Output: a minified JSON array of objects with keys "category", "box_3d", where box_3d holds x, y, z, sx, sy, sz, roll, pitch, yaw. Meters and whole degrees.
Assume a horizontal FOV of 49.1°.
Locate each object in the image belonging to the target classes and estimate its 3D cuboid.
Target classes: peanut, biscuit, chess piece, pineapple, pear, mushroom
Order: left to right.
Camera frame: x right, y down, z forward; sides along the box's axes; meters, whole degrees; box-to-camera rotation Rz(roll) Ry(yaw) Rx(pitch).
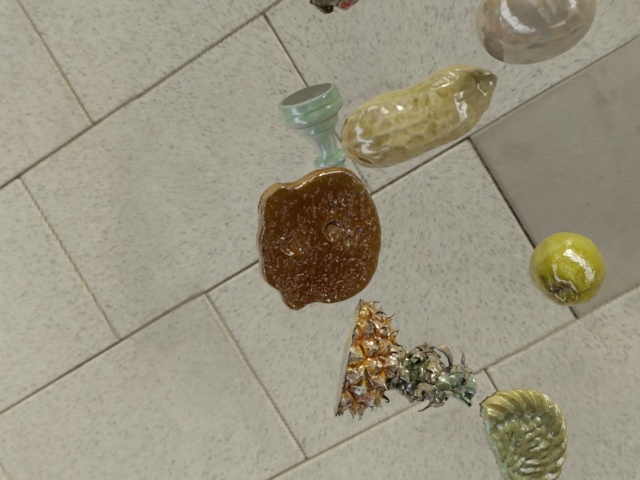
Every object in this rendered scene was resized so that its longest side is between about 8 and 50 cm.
[{"category":"biscuit","box_3d":[-0.001,-0.001,1.330,0.257,0.049,0.272,-18,114,-21]},{"category":"chess piece","box_3d":[0.017,-0.194,1.521,0.139,0.139,0.271,-19,116,10]},{"category":"pineapple","box_3d":[0.182,0.265,1.438,0.272,0.262,0.262,13,98,1]},{"category":"peanut","box_3d":[0.193,-0.239,1.343,0.325,0.153,0.140,-26,93,-6]},{"category":"mushroom","box_3d":[0.363,-0.412,1.212,0.204,0.204,0.204,1,96,8]},{"category":"biscuit","box_3d":[0.424,0.408,1.412,0.187,0.036,0.273,-26,107,-17]},{"category":"pear","box_3d":[0.499,0.060,1.422,0.149,0.162,0.148,9,121,16]}]

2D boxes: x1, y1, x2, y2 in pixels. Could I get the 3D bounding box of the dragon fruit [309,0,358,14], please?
[{"category":"dragon fruit","box_3d":[0.053,-0.600,1.295,0.278,0.277,0.342,5,57,8]}]
